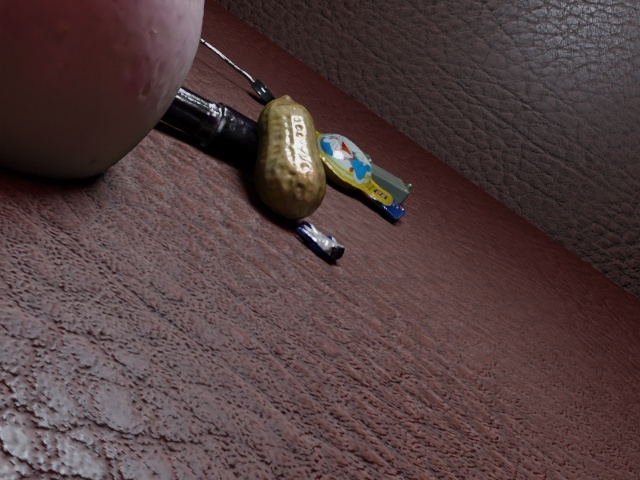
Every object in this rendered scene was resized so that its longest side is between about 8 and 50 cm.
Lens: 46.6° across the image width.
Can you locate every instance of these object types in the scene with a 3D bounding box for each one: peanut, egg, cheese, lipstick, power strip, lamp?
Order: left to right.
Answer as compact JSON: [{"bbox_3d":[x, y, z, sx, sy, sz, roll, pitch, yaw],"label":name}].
[{"bbox_3d":[-0.274,-0.294,0.785,0.355,0.340,0.354,34,25,-19],"label":"egg"},{"bbox_3d":[-0.280,-0.444,1.819,0.371,0.108,0.130,43,0,-22],"label":"lamp"},{"bbox_3d":[-0.185,-0.194,1.211,0.300,0.081,0.081,24,19,-32],"label":"lipstick"},{"bbox_3d":[-0.053,-0.134,1.172,0.120,0.110,0.236,57,19,-51],"label":"peanut"},{"bbox_3d":[0.073,-0.141,1.573,0.270,0.069,0.177,44,23,3],"label":"cheese"},{"bbox_3d":[0.104,-0.176,1.749,0.216,0.061,0.145,29,18,-20],"label":"power strip"}]

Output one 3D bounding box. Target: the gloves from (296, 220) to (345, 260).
[{"bbox_3d":[0.000,0.000,1.114,0.086,0.026,0.064,36,14,24],"label":"gloves"}]
